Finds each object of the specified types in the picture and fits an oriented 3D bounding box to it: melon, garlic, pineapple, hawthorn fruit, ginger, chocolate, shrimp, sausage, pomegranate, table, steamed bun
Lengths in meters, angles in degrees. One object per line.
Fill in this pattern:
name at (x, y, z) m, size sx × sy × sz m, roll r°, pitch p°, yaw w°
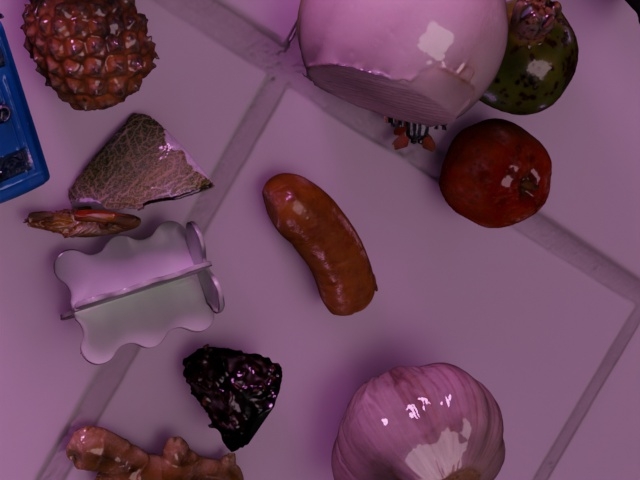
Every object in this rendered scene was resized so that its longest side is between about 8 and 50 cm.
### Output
melon at (-0.250, -0.107, 1.788) m, size 0.202 × 0.093 × 0.139 m, roll -6°, pitch 87°, yaw -2°
garlic at (0.159, 0.342, 2.149) m, size 0.317 × 0.259 × 0.317 m, roll -9°, pitch 135°, yaw -9°
pineapple at (-0.299, -0.266, 1.629) m, size 0.166 × 0.166 × 0.193 m, roll -40°, pitch 128°, yaw -14°
hawthorn fruit at (0.294, -0.102, 2.074) m, size 0.179 × 0.200 × 0.179 m, roll -10°, pitch 109°, yaw -32°
ginger at (-0.246, 0.361, 1.989) m, size 0.334 × 0.081 × 0.148 m, roll 9°, pitch 89°, yaw -38°
chocolate at (-0.152, 0.218, 1.967) m, size 0.133 × 0.156 × 0.156 m, roll 32°, pitch 91°, yaw -20°
shrimp at (-0.319, -0.022, 1.757) m, size 0.162 × 0.095 × 0.045 m, roll 2°, pitch 95°, yaw -36°
sausage at (0.001, 0.000, 1.982) m, size 0.109 × 0.109 × 0.270 m, roll -44°, pitch 128°, yaw -11°
pomegranate at (0.305, -0.301, 1.980) m, size 0.202 × 0.248 × 0.202 m, roll 2°, pitch 75°, yaw -9°
table at (-0.258, 0.070, 1.800) m, size 0.198 × 0.166 × 0.166 m, roll -18°, pitch 119°, yaw -23°
steamed bun at (0.127, -0.330, 1.812) m, size 0.309 × 0.309 × 0.309 m, roll -14°, pitch 117°, yaw -29°

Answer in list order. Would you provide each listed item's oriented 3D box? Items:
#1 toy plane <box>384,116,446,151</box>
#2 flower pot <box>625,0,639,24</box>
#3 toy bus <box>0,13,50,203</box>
toy plane at (0.159, -0.232, 2.012) m, size 0.130 × 0.061 × 0.189 m, roll 0°, pitch 110°, yaw -33°
flower pot at (0.523, -0.520, 2.006) m, size 0.251 × 0.379 × 0.379 m, roll 20°, pitch 98°, yaw -17°
toy bus at (-0.424, -0.173, 1.594) m, size 0.113 × 0.134 × 0.246 m, roll -25°, pitch 123°, yaw -24°
